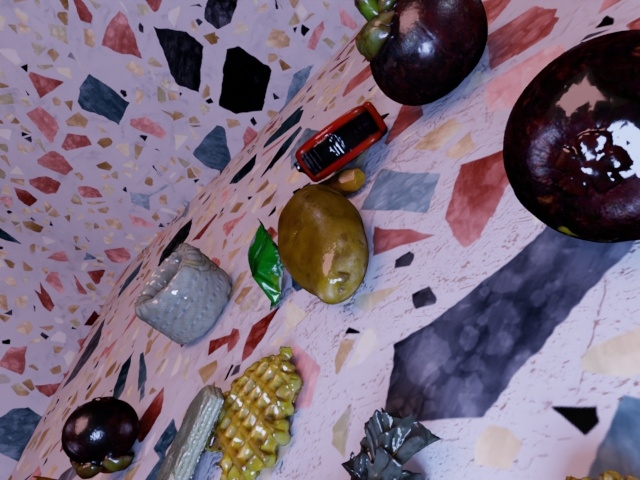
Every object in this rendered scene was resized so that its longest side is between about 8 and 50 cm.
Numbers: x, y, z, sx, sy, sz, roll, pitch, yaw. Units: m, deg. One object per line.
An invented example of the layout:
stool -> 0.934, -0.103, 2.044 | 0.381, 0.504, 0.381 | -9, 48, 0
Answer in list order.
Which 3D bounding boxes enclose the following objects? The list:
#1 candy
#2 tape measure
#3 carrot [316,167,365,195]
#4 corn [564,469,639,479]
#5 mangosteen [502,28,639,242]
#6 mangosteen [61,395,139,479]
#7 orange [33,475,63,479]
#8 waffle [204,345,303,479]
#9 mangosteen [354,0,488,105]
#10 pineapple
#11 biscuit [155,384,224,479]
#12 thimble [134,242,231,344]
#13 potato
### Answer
candy -> -0.137, 0.057, 1.083 | 0.078, 0.203, 0.141 | -14, 26, -29
tape measure -> 0.046, -0.254, 1.189 | 0.253, 0.114, 0.260 | -30, 10, 36
carrot -> 0.006, -0.138, 1.225 | 0.314, 0.066, 0.066 | -12, 46, 54
corn -> 0.186, 0.306, 0.298 | 0.106, 0.106, 0.293 | -18, 41, 49
mangosteen -> 0.338, -0.119, 0.503 | 0.265, 0.228, 0.228 | -31, 9, -40
mangosteen -> -0.595, 0.529, 1.194 | 0.210, 0.210, 0.210 | -38, 28, 25
orange -> -0.584, 0.670, 0.918 | 0.310, 0.274, 0.274 | 43, 95, 21
waffle -> -0.137, 0.340, 0.844 | 0.291, 0.051, 0.291 | -39, 26, 23
mangosteen -> 0.238, -0.486, 1.046 | 0.300, 0.300, 0.300 | -38, 28, 25
pineapple -> 0.051, 0.314, 0.490 | 0.128, 0.128, 0.248 | -5, 47, 57
biscuit -> -0.271, 0.415, 0.895 | 0.252, 0.052, 0.150 | -65, 17, -7
thimble -> -0.424, 0.162, 1.387 | 0.291, 0.195, 0.291 | -36, 27, 21
potato -> 0.000, 0.000, 0.954 | 0.195, 0.176, 0.369 | -24, 31, -4
